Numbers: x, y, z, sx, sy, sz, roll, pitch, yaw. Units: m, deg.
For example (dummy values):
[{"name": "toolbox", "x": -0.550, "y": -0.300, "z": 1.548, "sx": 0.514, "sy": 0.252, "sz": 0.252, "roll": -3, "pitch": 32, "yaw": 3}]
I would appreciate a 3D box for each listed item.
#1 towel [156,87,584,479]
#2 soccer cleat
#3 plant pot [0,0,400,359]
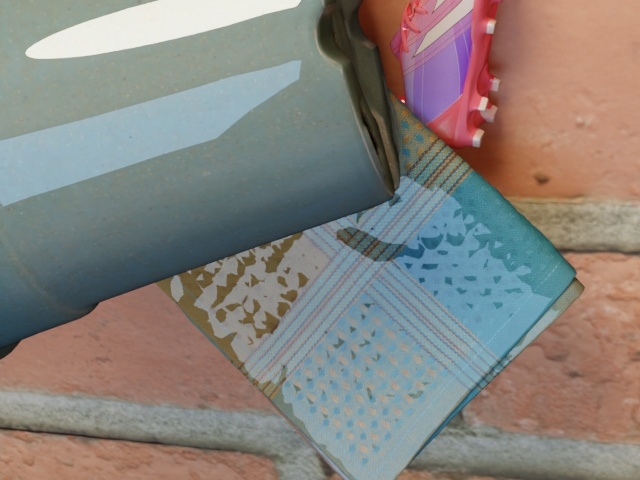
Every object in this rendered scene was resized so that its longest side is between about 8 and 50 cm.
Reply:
[{"name": "towel", "x": 0.000, "y": 0.000, "z": 1.246, "sx": 0.370, "sy": 0.040, "sz": 0.271, "roll": 44, "pitch": 108, "yaw": 4}, {"name": "soccer cleat", "x": 0.099, "y": -0.180, "z": 1.176, "sx": 0.095, "sy": 0.083, "sz": 0.248, "roll": 15, "pitch": 132, "yaw": 15}, {"name": "plant pot", "x": -0.132, "y": -0.113, "z": 1.087, "sx": 0.334, "sy": 0.341, "sz": 0.341, "roll": -15, "pitch": 121, "yaw": 10}]
